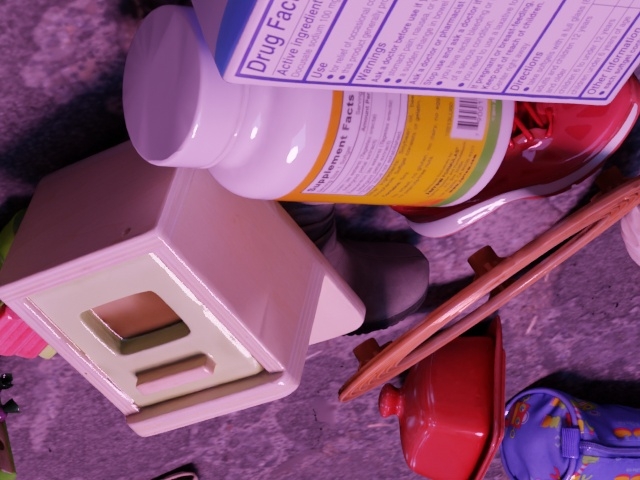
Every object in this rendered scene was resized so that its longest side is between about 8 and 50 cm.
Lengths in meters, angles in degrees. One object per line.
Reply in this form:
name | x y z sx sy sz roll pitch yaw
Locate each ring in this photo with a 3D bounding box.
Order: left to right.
ring | 0.149 0.033 1.211 0.336 0.032 0.336 -33 170 -7

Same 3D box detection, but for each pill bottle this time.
pill bottle | -0.002 -0.094 0.951 0.246 0.136 0.136 1 142 -36

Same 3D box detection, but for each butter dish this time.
butter dish | 0.117 0.168 1.421 0.118 0.160 0.160 10 142 -2

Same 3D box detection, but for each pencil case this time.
pencil case | 0.351 0.237 1.634 0.306 0.119 0.133 9 167 -36

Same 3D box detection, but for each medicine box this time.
medicine box | 0.095 -0.223 0.819 0.289 0.149 0.263 1 142 -27

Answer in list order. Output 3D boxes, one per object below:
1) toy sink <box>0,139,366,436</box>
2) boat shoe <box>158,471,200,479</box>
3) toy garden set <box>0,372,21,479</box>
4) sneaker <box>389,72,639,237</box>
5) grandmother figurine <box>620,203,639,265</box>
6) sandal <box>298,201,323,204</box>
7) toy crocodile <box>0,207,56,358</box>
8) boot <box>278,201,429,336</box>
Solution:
toy sink | -0.094 0.049 1.036 0.153 0.131 0.234 -18 129 29
boat shoe | -0.188 0.281 1.491 0.137 0.049 0.043 -19 144 -5
toy garden set | -0.300 0.142 1.093 0.049 0.204 0.244 -29 146 11
sneaker | 0.134 -0.083 1.100 0.221 0.087 0.128 -34 145 19
grandmother figurine | 0.408 0.025 1.393 0.342 0.104 0.208 23 101 -42
sandal | -0.028 -0.067 1.045 0.180 0.049 0.072 17 100 -33
toy crocodile | -0.273 0.033 1.040 0.340 0.105 0.115 18 131 -44
boot | 0.000 0.000 1.161 0.246 0.083 0.161 -4 138 -24
